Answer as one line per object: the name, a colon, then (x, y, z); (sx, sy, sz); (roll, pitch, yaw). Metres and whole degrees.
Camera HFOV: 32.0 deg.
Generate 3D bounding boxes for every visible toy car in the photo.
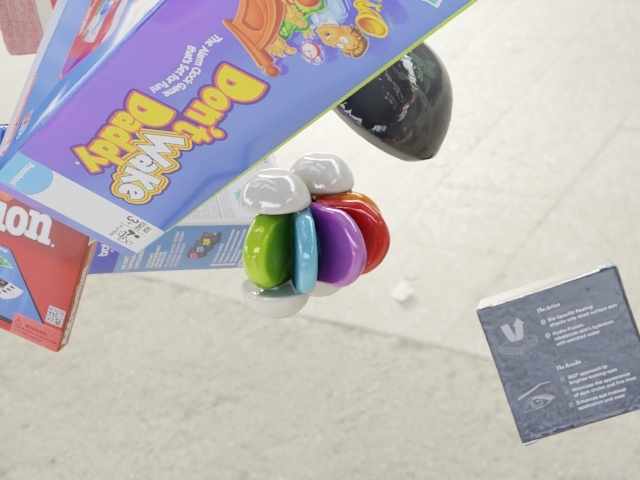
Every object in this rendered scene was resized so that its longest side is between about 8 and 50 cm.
toy car: (0.000, 0.000, 1.188); (0.136, 0.159, 0.182); (15, 24, 33)

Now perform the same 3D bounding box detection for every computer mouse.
computer mouse: (0.041, -0.168, 0.952); (0.072, 0.188, 0.272); (-52, 34, 23)

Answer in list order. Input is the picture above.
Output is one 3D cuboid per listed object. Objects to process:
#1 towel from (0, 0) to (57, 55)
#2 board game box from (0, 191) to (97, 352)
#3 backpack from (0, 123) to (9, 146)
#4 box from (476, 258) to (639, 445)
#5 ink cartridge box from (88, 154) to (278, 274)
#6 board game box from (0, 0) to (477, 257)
towel: (-0.299, -0.351, 1.552); (0.328, 0.237, 0.037); (-2, 53, 1)
board game box: (-0.338, -0.019, 0.998); (0.281, 0.145, 0.027); (22, 19, 6)
backpack: (-0.402, -0.097, 1.379); (0.120, 0.098, 0.101); (4, -7, 5)
box: (0.270, 0.119, 1.220); (0.155, 0.158, 0.093); (-19, 0, 12)
ink cartridge box: (-0.275, -0.092, 1.870); (0.395, 0.151, 0.270); (0, 54, -24)
board game box: (-0.023, -0.191, 0.524); (0.233, 0.078, 0.347); (-32, 38, 43)
